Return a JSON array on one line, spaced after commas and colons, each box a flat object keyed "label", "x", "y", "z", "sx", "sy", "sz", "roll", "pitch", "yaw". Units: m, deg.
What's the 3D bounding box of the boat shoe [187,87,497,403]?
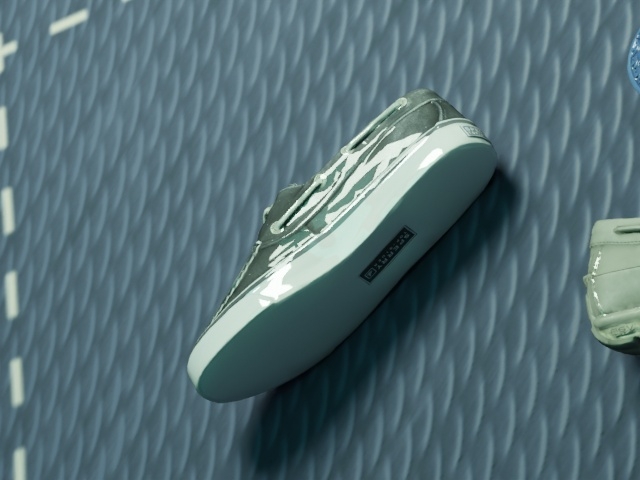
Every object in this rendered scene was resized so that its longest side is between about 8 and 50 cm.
[{"label": "boat shoe", "x": 0.000, "y": 0.000, "z": 1.431, "sx": 0.301, "sy": 0.108, "sz": 0.102, "roll": -45, "pitch": 54, "yaw": 6}]

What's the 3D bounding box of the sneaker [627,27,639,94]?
[{"label": "sneaker", "x": 0.312, "y": -0.104, "z": 1.298, "sx": 0.081, "sy": 0.090, "sz": 0.232, "roll": -63, "pitch": 30, "yaw": 9}]

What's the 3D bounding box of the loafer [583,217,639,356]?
[{"label": "loafer", "x": 0.325, "y": -0.003, "z": 1.222, "sx": 0.319, "sy": 0.112, "sz": 0.111, "roll": -14, "pitch": 72, "yaw": 28}]
